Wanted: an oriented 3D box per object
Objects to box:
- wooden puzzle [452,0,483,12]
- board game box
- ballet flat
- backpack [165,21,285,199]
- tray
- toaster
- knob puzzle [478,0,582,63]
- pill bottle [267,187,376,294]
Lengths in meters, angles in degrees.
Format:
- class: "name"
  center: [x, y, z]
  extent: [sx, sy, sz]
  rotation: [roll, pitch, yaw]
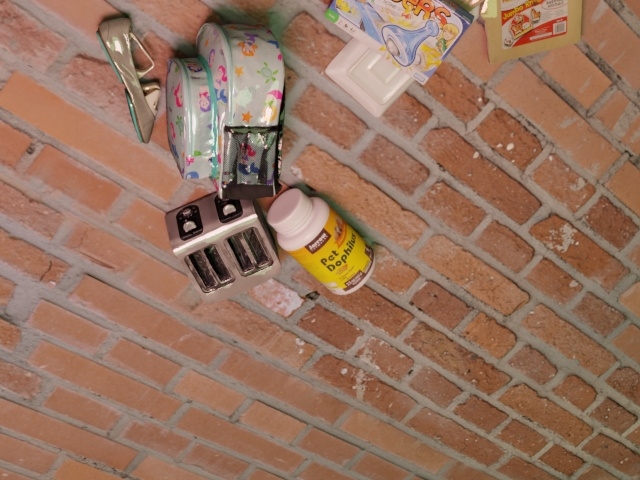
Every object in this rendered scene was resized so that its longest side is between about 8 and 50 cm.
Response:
- class: "wooden puzzle"
  center: [0.200, -0.471, 1.277]
  extent: [0.238, 0.044, 0.221]
  rotation: [-36, 109, 25]
- class: "board game box"
  center: [0.124, -0.359, 1.308]
  extent: [0.201, 0.035, 0.136]
  rotation: [33, 131, -6]
- class: "ballet flat"
  center: [-0.292, -0.254, 1.314]
  extent: [0.068, 0.072, 0.213]
  rotation: [-20, 124, -7]
- class: "backpack"
  center: [-0.145, -0.214, 1.287]
  extent: [0.191, 0.225, 0.253]
  rotation: [2, 118, -22]
- class: "tray"
  center: [0.149, -0.340, 1.397]
  extent: [0.145, 0.030, 0.270]
  rotation: [36, 108, -32]
- class: "toaster"
  center: [-0.173, 0.010, 1.491]
  extent: [0.168, 0.110, 0.186]
  rotation: [-22, 125, 1]
- class: "knob puzzle"
  center: [0.360, -0.416, 1.403]
  extent: [0.213, 0.030, 0.213]
  rotation: [-7, 124, -10]
- class: "pill bottle"
  center: [0.000, 0.000, 1.524]
  extent: [0.117, 0.117, 0.215]
  rotation: [-39, 123, 12]
